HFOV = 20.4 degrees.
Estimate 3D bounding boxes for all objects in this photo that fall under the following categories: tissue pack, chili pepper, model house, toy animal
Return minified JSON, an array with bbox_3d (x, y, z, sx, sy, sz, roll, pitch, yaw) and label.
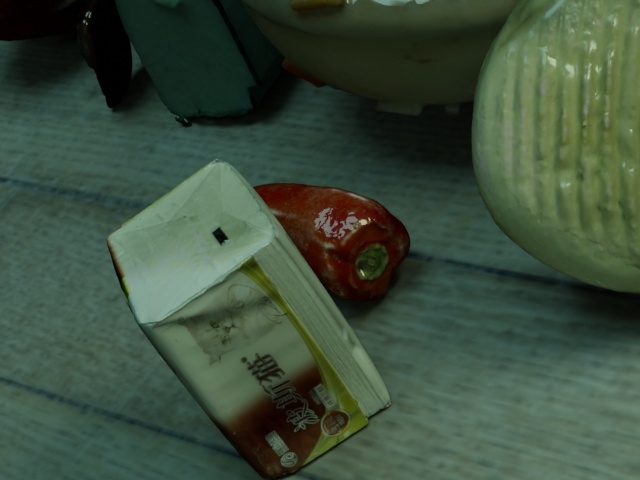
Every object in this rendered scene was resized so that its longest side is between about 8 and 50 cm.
[{"bbox_3d":[-0.044,0.048,1.043,0.099,0.148,0.106,-35,35,-1],"label":"tissue pack"},{"bbox_3d":[0.000,0.000,1.135,0.070,0.073,0.123,-12,18,-43],"label":"chili pepper"},{"bbox_3d":[-0.062,-0.187,1.354,0.119,0.148,0.149,2,36,46],"label":"model house"},{"bbox_3d":[-0.158,-0.222,1.418,0.116,0.179,0.218,30,94,53],"label":"toy animal"}]

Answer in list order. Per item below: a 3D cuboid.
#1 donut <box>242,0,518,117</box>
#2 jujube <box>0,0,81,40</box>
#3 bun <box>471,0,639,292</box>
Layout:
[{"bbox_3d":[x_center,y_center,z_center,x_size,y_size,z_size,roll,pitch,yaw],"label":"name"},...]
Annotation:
[{"bbox_3d":[0.108,-0.227,1.203,0.383,0.142,0.382,-11,39,9],"label":"donut"},{"bbox_3d":[-0.224,-0.288,1.544,0.197,0.197,0.290,12,44,46],"label":"jujube"},{"bbox_3d":[0.199,-0.079,0.991,0.237,0.209,0.116,-10,-2,5],"label":"bun"}]
